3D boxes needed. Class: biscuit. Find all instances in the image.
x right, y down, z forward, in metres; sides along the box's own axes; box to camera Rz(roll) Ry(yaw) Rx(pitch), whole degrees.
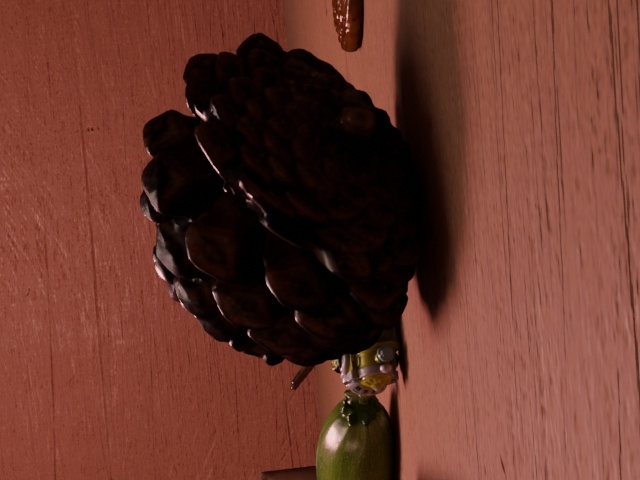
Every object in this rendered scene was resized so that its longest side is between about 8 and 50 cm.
[{"bbox_3d":[0.026,-0.319,1.321,0.188,0.027,0.187,174,90,-87],"label":"biscuit"}]

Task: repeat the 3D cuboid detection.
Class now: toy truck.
[{"bbox_3d":[0.056,0.110,1.193,0.077,0.076,0.111,131,137,-57],"label":"toy truck"}]

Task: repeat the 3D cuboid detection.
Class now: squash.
[{"bbox_3d":[0.045,0.303,1.397,0.378,0.102,0.101,90,174,-46],"label":"squash"}]

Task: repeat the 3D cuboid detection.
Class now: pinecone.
[{"bbox_3d":[-0.035,-0.028,0.974,0.296,0.242,0.298,94,164,-59],"label":"pinecone"}]

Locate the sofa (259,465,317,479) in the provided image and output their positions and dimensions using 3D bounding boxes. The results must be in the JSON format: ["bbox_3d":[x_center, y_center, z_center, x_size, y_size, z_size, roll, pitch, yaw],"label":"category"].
[{"bbox_3d":[-0.016,0.449,1.817,0.258,0.200,0.182,-104,7,-79],"label":"sofa"}]

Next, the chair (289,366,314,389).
[{"bbox_3d":[-0.014,0.074,1.665,0.272,0.166,0.188,-53,-5,-9],"label":"chair"}]
